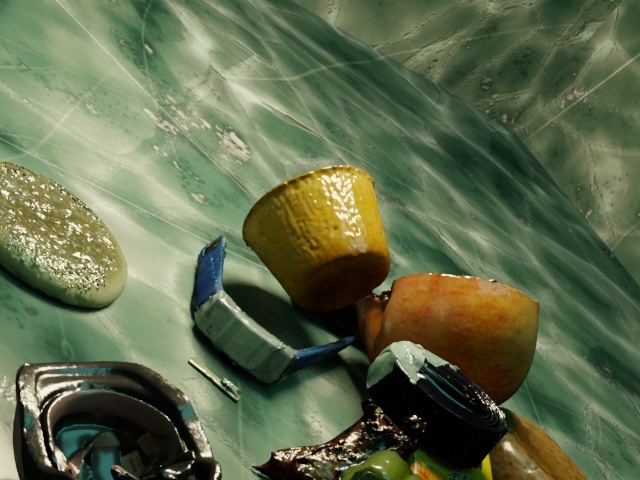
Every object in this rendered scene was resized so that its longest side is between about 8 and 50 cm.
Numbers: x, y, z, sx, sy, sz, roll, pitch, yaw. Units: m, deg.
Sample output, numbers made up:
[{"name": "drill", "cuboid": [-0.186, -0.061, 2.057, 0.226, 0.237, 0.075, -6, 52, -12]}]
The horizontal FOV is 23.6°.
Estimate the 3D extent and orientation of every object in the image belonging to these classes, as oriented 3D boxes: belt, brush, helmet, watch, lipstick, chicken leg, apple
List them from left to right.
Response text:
[{"name": "helmet", "cuboid": [-0.209, 0.236, 1.509, 0.198, 0.154, 0.253, 1, 20, -34]}, {"name": "brush", "cuboid": [-0.137, 0.178, 1.992, 0.083, 0.013, 0.016, 39, 20, -1]}, {"name": "watch", "cuboid": [-0.063, 0.130, 2.185, 0.276, 0.068, 0.274, 36, 14, -13]}, {"name": "chicken leg", "cuboid": [0.034, 0.272, 1.919, 0.233, 0.063, 0.105, -26, 67, -26]}, {"name": "lipstick", "cuboid": [0.086, 0.128, 2.435, 0.299, 0.081, 0.081, 30, 21, -27]}, {"name": "belt", "cuboid": [0.153, 0.213, 2.040, 0.198, 0.078, 0.151, 35, 20, -7]}, {"name": "apple", "cuboid": [0.181, 0.170, 2.258, 0.251, 0.293, 0.163, 11, 67, -11]}]

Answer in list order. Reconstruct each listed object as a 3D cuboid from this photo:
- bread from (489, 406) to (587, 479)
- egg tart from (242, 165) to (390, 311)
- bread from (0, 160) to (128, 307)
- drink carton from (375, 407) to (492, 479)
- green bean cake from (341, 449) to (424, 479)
[{"name": "bread", "cuboid": [0.298, 0.355, 2.273, 0.230, 0.123, 0.230, 38, 13, -11]}, {"name": "egg tart", "cuboid": [0.000, 0.000, 2.244, 0.215, 0.215, 0.171, 18, 41, -49]}, {"name": "bread", "cuboid": [-0.354, -0.016, 1.962, 0.267, 0.040, 0.267, 35, 19, -14]}, {"name": "drink carton", "cuboid": [0.146, 0.330, 2.041, 0.154, 0.111, 0.351, 36, 19, -12]}, {"name": "green bean cake", "cuboid": [0.070, 0.361, 1.683, 0.214, 0.200, 0.113, 43, 18, 8]}]
